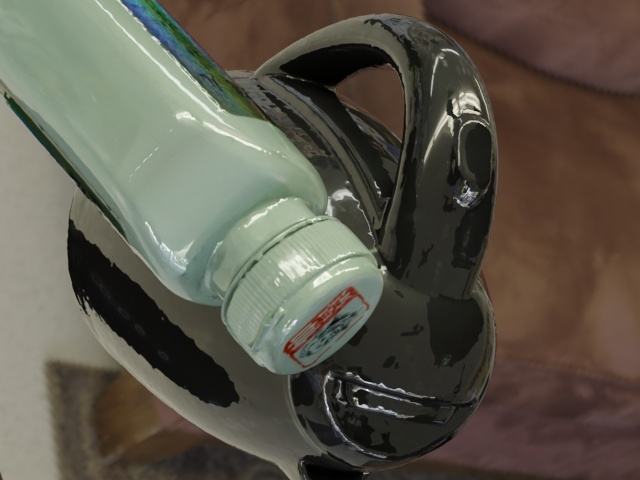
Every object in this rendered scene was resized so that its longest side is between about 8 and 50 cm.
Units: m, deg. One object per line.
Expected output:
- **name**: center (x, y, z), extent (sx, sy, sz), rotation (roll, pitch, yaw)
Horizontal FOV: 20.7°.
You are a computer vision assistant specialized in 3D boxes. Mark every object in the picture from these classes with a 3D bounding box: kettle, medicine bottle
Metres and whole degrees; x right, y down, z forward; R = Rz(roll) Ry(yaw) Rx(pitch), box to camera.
- **kettle**: center (0.000, 0.000, 0.986), extent (0.207, 0.290, 0.268), rotation (13, 99, -26)
- **medicine bottle**: center (-0.067, -0.042, 0.764), extent (0.229, 0.083, 0.121), rotation (46, 3, 24)

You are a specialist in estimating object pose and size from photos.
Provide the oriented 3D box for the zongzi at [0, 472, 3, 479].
- **zongzi**: center (-0.267, 0.086, 1.176), extent (0.393, 0.356, 0.174), rotation (-39, 131, -31)
